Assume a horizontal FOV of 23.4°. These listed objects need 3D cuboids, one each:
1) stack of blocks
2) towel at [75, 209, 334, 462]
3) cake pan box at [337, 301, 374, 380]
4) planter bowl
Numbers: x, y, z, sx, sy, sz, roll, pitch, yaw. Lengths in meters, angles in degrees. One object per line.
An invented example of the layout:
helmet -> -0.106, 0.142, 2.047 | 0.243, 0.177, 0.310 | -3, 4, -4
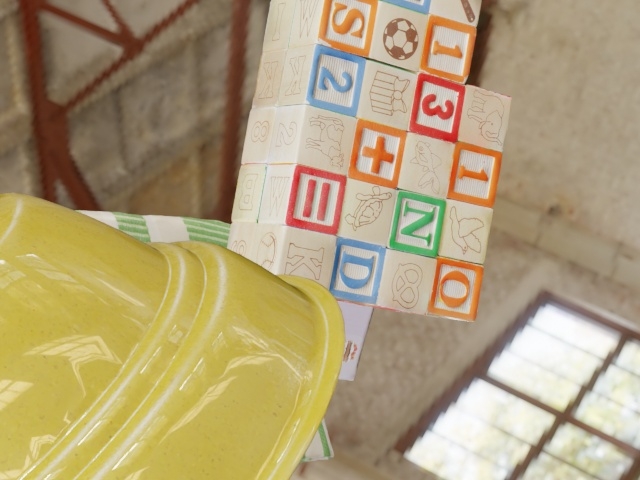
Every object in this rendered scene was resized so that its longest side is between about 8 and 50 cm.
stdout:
stack of blocks -> 0.045, -0.101, 1.128 | 0.171, 0.087, 0.297 | 11, -94, -29
towel -> -0.129, 0.094, 1.340 | 0.325, 0.038, 0.248 | 2, -112, -49
cake pan box -> 0.000, 0.000, 1.796 | 0.070, 0.246, 0.267 | 10, -77, -28
planter bowl -> -0.106, 0.050, 0.437 | 0.090, 0.217, 0.217 | 53, -124, -18
